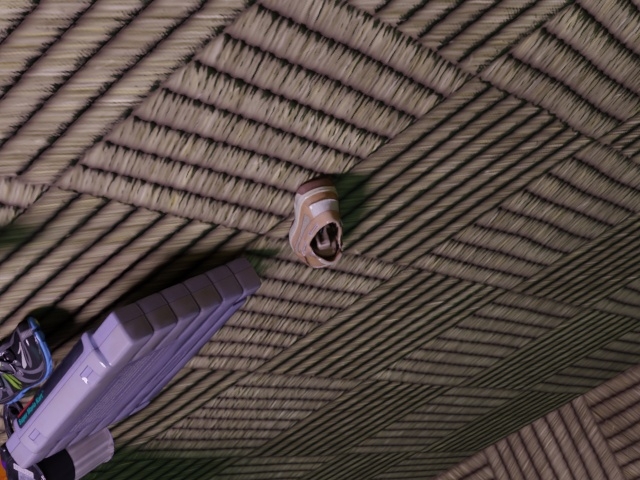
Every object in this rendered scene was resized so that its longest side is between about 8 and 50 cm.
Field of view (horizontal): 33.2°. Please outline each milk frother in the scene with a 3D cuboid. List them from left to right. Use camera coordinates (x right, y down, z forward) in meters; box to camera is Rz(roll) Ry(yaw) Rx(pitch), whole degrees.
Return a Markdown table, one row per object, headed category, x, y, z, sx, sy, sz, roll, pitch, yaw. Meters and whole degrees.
| category | x | y | z | sx | sy | sz | roll | pitch | yaw |
| --- | --- | --- | --- | --- | --- | --- | --- | --- | --- |
| milk frother | -0.376 | 0.275 | 1.513 | 0.134 | 0.129 | 0.143 | -32 | 151 | -52 |

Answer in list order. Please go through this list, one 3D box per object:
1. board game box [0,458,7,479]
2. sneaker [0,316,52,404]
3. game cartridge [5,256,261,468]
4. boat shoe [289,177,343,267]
| category | x | y | z | sx | sy | sz | roll | pitch | yaw |
| --- | --- | --- | --- | --- | --- | --- | --- | --- | --- |
| board game box | -0.583 | 0.562 | 1.616 | 0.356 | 0.356 | 0.356 | -4 | 149 | -35 |
| sneaker | -0.383 | 0.156 | 1.306 | 0.078 | 0.067 | 0.188 | -7 | 155 | -43 |
| game cartridge | -0.247 | 0.158 | 1.364 | 0.230 | 0.068 | 0.355 | -18 | 159 | -46 |
| boat shoe | 0.000 | 0.000 | 1.307 | 0.068 | 0.072 | 0.190 | -20 | 156 | -5 |
